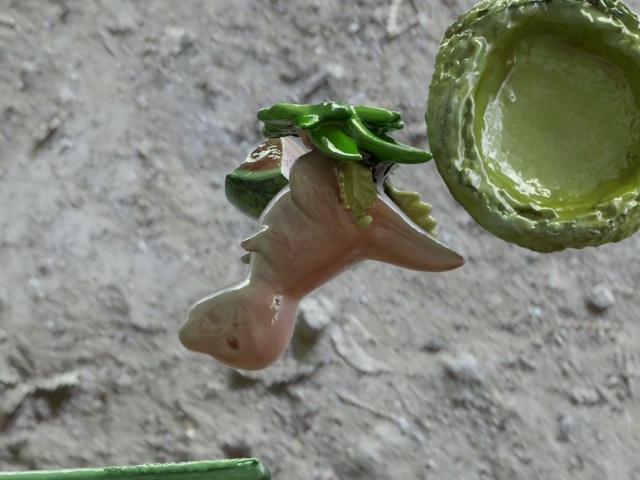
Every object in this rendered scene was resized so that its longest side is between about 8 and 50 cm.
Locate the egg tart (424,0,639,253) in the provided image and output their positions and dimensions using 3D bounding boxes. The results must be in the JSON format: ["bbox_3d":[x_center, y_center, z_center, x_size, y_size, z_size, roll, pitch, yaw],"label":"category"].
[{"bbox_3d":[0.152,-0.078,1.104,0.197,0.078,0.197,5,71,-14],"label":"egg tart"}]

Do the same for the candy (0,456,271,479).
[{"bbox_3d":[-0.189,0.124,0.798,0.335,0.092,0.093,-3,82,8],"label":"candy"}]

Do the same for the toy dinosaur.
[{"bbox_3d":[0.002,0.000,1.102,0.194,0.152,0.177,0,86,-9],"label":"toy dinosaur"}]

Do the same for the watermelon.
[{"bbox_3d":[-0.032,-0.042,1.329,0.092,0.084,0.072,-15,30,46],"label":"watermelon"}]
